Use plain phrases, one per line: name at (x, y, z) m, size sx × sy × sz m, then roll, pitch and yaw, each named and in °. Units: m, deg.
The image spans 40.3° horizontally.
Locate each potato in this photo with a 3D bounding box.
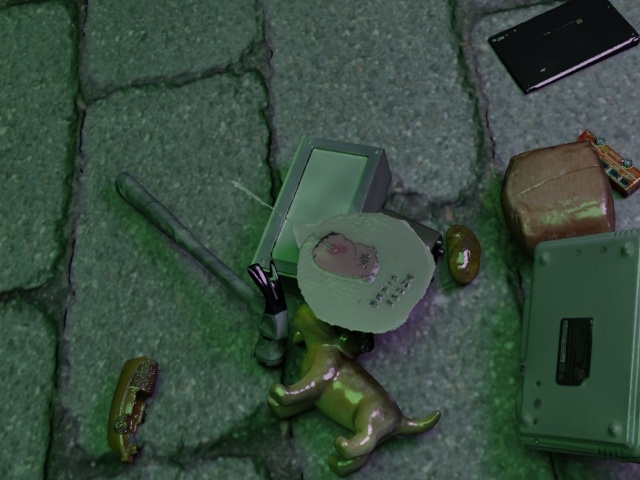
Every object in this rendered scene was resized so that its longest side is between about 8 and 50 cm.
potato at (0.198, 0.017, 1.202) m, size 0.047 × 0.045 × 0.092 m, roll -15°, pitch 53°, yaw 23°

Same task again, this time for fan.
fan at (0.000, -0.001, 1.148) m, size 0.310 × 0.010 × 0.182 m, roll 33°, pitch 66°, yaw 16°

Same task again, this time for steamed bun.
steamed bun at (0.319, -0.050, 1.177) m, size 0.145 × 0.106 × 0.175 m, roll -14°, pitch 49°, yaw 20°

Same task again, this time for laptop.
laptop at (0.376, -0.314, 1.358) m, size 0.197 × 0.016 × 0.135 m, roll -25°, pitch 58°, yaw -1°

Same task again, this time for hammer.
hammer at (-0.186, 0.017, 1.270) m, size 0.044 × 0.152 × 0.427 m, roll -24°, pitch 43°, yaw -33°

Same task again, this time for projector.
projector at (0.323, 0.120, 1.003) m, size 0.192 × 0.099 × 0.256 m, roll -12°, pitch 68°, yaw 58°

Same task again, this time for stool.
stool at (0.110, 0.013, 1.198) m, size 0.110 × 0.096 × 0.096 m, roll 20°, pitch 68°, yaw 18°

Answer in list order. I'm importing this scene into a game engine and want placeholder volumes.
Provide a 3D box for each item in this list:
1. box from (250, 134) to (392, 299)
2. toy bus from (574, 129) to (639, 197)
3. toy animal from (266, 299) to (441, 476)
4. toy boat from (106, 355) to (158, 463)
box at (0.004, -0.030, 1.251) m, size 0.130 × 0.086 × 0.225 m, roll 11°, pitch 66°, yaw 19°
toy bus at (0.403, -0.108, 1.229) m, size 0.043 × 0.031 × 0.110 m, roll -41°, pitch 61°, yaw -3°
toy animal at (0.020, 0.181, 1.118) m, size 0.169 × 0.121 × 0.233 m, roll -29°, pitch 61°, yaw -16°
toy boat at (-0.257, 0.229, 1.193) m, size 0.049 × 0.047 × 0.149 m, roll 0°, pitch 61°, yaw 13°
